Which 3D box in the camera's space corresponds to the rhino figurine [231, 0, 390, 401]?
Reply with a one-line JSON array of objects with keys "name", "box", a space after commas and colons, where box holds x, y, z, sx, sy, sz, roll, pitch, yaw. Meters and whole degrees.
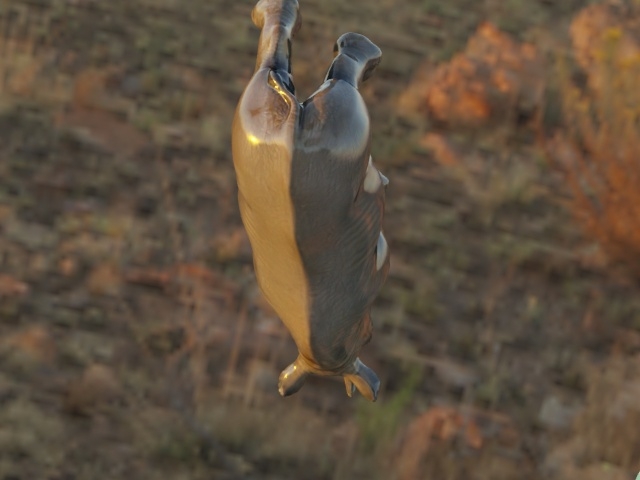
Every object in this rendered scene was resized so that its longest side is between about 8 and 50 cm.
[{"name": "rhino figurine", "box": [0.000, 0.000, 0.995, 0.073, 0.243, 0.106, 0, 46, 8]}]

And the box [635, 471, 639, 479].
[{"name": "box", "box": [0.253, 0.201, 1.060, 0.100, 0.060, 0.244, 23, 4, -19]}]
